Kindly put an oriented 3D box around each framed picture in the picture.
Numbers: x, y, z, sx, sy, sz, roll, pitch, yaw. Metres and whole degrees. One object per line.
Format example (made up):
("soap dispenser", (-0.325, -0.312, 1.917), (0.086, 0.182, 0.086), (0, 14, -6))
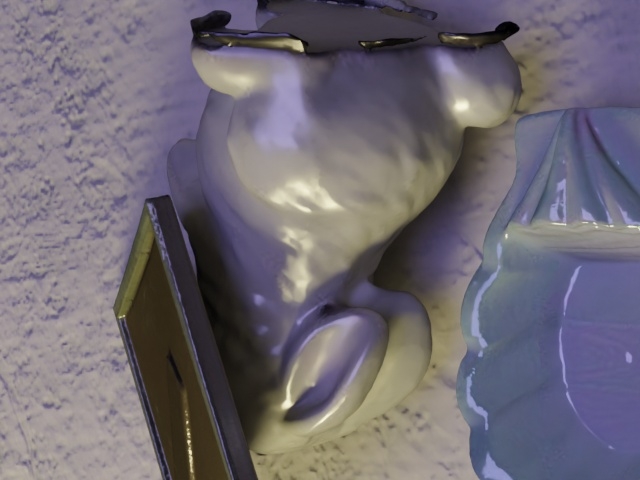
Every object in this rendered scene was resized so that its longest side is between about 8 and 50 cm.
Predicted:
("framed picture", (-0.107, 0.121, 1.245), (0.324, 0.020, 0.240), (122, 131, -70))

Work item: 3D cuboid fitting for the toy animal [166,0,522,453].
("toy animal", (0.000, 0.000, 1.182), (0.258, 0.194, 0.357), (14, 114, 28))

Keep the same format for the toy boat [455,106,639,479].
("toy boat", (0.189, 0.058, 1.067), (0.199, 0.100, 0.290), (0, 93, 39))
